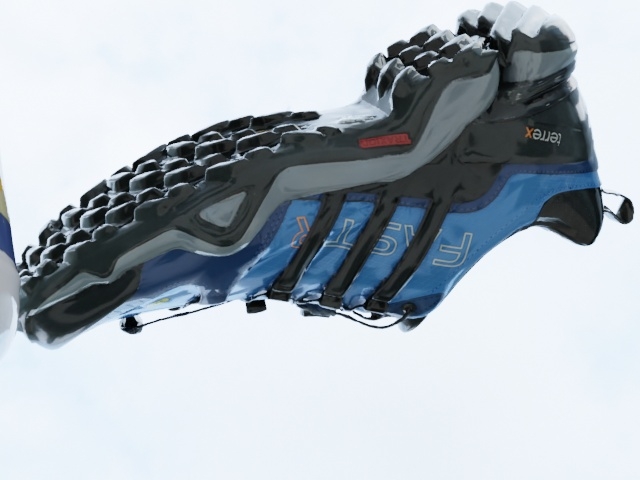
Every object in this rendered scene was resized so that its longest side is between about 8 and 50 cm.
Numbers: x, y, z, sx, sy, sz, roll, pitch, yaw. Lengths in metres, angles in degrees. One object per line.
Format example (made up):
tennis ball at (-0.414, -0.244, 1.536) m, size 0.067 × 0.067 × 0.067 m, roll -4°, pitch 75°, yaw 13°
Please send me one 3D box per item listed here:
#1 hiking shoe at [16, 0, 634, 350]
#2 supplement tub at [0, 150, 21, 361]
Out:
hiking shoe at (0.000, 0.000, 0.789) m, size 0.304 × 0.113 × 0.132 m, roll -23°, pitch -72°, yaw 0°
supplement tub at (-0.244, -0.092, 0.613) m, size 0.228 × 0.228 × 0.316 m, roll -11°, pitch -104°, yaw -1°
